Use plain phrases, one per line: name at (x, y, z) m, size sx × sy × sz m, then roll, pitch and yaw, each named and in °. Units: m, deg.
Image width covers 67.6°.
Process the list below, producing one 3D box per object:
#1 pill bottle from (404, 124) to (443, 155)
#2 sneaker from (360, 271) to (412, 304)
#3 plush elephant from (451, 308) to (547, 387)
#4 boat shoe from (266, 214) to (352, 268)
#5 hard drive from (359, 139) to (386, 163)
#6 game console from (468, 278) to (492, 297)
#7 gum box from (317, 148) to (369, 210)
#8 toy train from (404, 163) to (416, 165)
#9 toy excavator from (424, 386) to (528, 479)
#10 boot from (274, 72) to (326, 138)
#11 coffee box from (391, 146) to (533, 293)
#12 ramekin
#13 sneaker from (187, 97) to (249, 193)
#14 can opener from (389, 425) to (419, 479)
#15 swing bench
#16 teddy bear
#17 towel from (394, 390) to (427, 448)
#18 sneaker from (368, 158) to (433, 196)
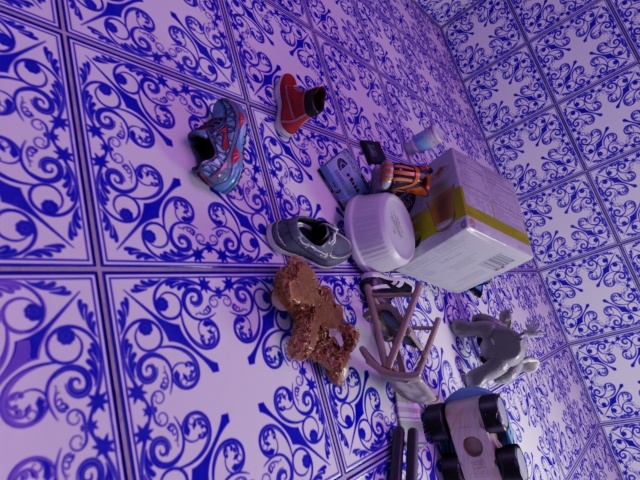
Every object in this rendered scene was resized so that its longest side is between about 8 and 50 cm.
pill bottle at (0.461, -0.445, 2.141) m, size 0.087 × 0.160 × 0.087 m, roll 32°, pitch 45°, yaw -39°
sneaker at (0.209, 0.175, 1.476) m, size 0.217 × 0.079 × 0.121 m, roll 15°, pitch 60°, yaw -39°
plush elephant at (0.685, 0.405, 1.814) m, size 0.255 × 0.330 × 0.271 m, roll 42°, pitch 28°, yaw -59°
boat shoe at (0.000, 0.000, 1.279) m, size 0.320 × 0.099 × 0.116 m, roll 15°, pitch 57°, yaw -49°
hard drive at (0.208, -0.342, 1.855) m, size 0.135 × 0.022 × 0.094 m, roll -11°, pitch 77°, yaw -55°
game console at (0.726, 0.082, 2.079) m, size 0.174 × 0.250 × 0.292 m, roll 18°, pitch 72°, yaw -17°
gum box at (0.080, -0.204, 1.574) m, size 0.156 × 0.041 × 0.184 m, roll 57°, pitch 34°, yaw -11°
toy train at (0.318, -0.249, 1.868) m, size 0.184 × 0.105 × 0.080 m, roll -19°, pitch 87°, yaw -56°
toy excavator at (0.544, 0.663, 1.505) m, size 0.445 × 0.223 × 0.432 m, roll 7°, pitch 64°, yaw -61°
boot at (-0.053, -0.440, 1.432) m, size 0.088 × 0.176 × 0.244 m, roll 28°, pitch 47°, yaw -40°
coffee box at (0.475, -0.057, 1.692) m, size 0.338 × 0.338 × 0.334 m, roll 20°, pitch 53°, yaw -30°
ramekin at (0.195, -0.027, 1.498) m, size 0.273 × 0.127 × 0.272 m, roll 28°, pitch 54°, yaw -49°
sneaker at (-0.242, -0.242, 1.111) m, size 0.125 × 0.104 × 0.261 m, roll 23°, pitch 51°, yaw -42°
can opener at (0.208, 0.618, 1.198) m, size 0.283 × 0.076 × 0.095 m, roll -75°, pitch 161°, yaw -45°
swing bench at (0.215, 0.279, 1.266) m, size 0.253 × 0.165 × 0.254 m, roll 54°, pitch 38°, yaw -51°
teddy bear at (-0.016, 0.197, 1.143) m, size 0.338 × 0.113 × 0.245 m, roll 45°, pitch 45°, yaw -38°
towel at (0.257, 0.508, 1.359) m, size 0.113 × 0.023 × 0.151 m, roll 23°, pitch 51°, yaw -45°
sneaker at (0.265, -0.184, 1.585) m, size 0.321 × 0.180 × 0.124 m, roll -155°, pitch -108°, yaw -85°
